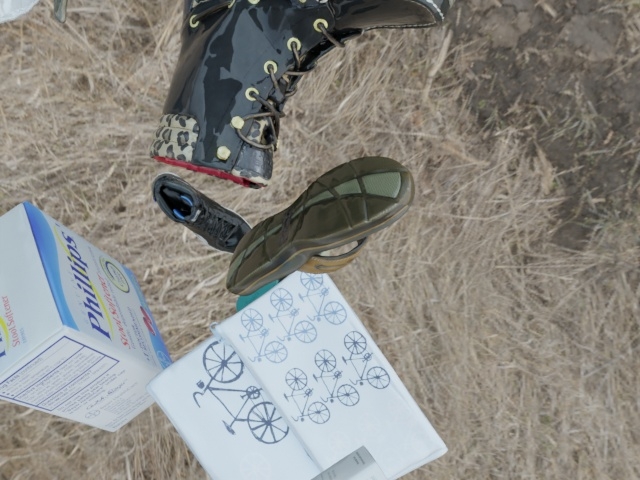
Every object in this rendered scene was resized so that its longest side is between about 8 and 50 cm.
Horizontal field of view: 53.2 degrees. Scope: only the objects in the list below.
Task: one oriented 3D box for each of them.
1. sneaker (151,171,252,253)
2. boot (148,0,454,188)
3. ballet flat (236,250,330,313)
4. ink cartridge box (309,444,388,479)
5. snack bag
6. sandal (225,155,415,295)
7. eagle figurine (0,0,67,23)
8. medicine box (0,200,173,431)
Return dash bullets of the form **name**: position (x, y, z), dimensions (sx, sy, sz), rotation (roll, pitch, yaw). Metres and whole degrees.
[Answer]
- **sneaker**: position (-0.202, -0.033, 1.103), dimensions (0.216, 0.121, 0.079), rotation (34, 93, -15)
- **boot**: position (-0.044, -0.204, 0.772), dimensions (0.377, 0.138, 0.285), rotation (14, 86, 27)
- **ballet flat**: position (-0.043, 0.046, 1.003), dimensions (0.086, 0.248, 0.086), rotation (27, 39, -25)
- **ink cartridge box**: position (0.001, 0.215, 0.409), dimensions (0.135, 0.056, 0.099), rotation (-32, 86, -8)
- **snack bag**: position (-0.051, 0.243, 0.895), dimensions (0.342, 0.037, 0.323), rotation (-34, 91, 15)
- **sandal**: position (0.000, 0.000, 0.548), dimensions (0.060, 0.219, 0.090), rotation (36, 41, -26)
- **eagle figurine**: position (-0.253, -0.365, 0.555), dimensions (0.226, 0.298, 0.225), rotation (-20, 60, -16)
- **medicine box**: position (-0.394, 0.128, 1.010), dimensions (0.149, 0.289, 0.264), rotation (-36, 56, 1)
